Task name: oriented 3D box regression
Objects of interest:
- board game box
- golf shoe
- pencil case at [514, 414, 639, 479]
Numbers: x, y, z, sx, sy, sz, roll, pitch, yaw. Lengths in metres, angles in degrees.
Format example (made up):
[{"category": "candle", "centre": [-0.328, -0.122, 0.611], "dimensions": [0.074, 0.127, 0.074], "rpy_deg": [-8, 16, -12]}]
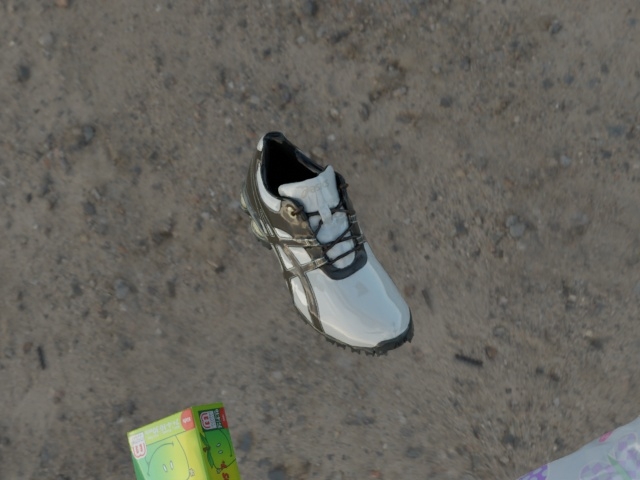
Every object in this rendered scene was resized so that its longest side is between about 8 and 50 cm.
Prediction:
[{"category": "board game box", "centre": [-0.113, 0.249, 0.743], "dimensions": [0.092, 0.043, 0.181], "rpy_deg": [-26, 72, 31]}, {"category": "golf shoe", "centre": [0.000, 0.000, 0.622], "dimensions": [0.077, 0.094, 0.198], "rpy_deg": [-31, 63, -23]}, {"category": "pencil case", "centre": [0.193, 0.238, 0.667], "dimensions": [0.273, 0.124, 0.113], "rpy_deg": [-36, 109, 21]}]
